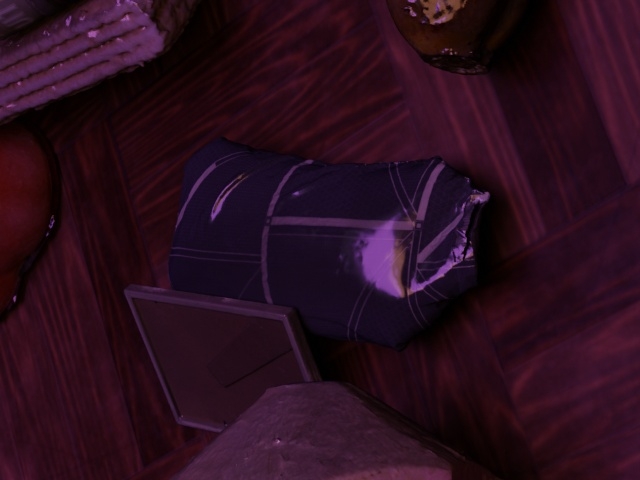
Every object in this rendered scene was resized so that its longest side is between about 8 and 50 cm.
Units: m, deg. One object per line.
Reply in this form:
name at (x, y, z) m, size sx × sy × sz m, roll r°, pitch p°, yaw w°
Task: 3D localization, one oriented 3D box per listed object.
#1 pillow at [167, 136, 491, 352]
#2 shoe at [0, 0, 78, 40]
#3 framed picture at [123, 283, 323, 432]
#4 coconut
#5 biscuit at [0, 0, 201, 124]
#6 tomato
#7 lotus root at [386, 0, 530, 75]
pillow at (0.000, 0.000, 1.588) m, size 0.335 × 0.093 × 0.161 m, roll 9°, pitch 95°, yaw 41°
shoe at (-0.298, -0.282, 1.775) m, size 0.149 × 0.109 × 0.293 m, roll -25°, pitch 33°, yaw 12°
framed picture at (-0.076, 0.111, 1.646) m, size 0.203 × 0.015 × 0.150 m, roll 6°, pitch 126°, yaw 43°
coconut at (0.007, 0.260, 1.433) m, size 0.297 × 0.297 × 0.309 m, roll -7°, pitch 87°, yaw 41°
biscuit at (-0.285, -0.182, 1.818) m, size 0.426 × 0.078 × 0.144 m, roll -17°, pitch 34°, yaw 36°
tomato at (-0.373, -0.029, 1.914) m, size 0.199 × 0.112 × 0.228 m, roll 41°, pitch 111°, yaw 38°
lotus root at (0.111, -0.253, 1.487) m, size 0.123 × 0.124 × 0.241 m, roll 11°, pitch 92°, yaw 41°
